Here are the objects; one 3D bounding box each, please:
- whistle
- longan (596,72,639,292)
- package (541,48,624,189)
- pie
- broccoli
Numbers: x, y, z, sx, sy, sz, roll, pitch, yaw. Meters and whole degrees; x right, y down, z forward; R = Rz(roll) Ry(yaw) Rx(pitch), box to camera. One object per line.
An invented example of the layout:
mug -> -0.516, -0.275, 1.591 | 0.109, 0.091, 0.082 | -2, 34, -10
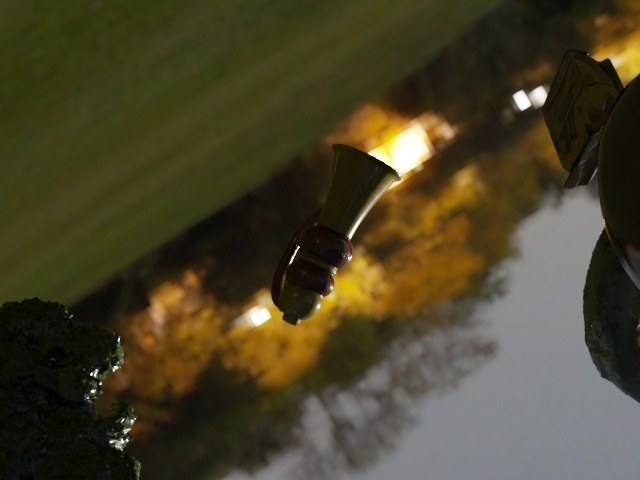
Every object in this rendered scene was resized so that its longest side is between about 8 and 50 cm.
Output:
whistle -> -0.002, -0.004, 1.177 | 0.109, 0.057, 0.046 | -60, 144, -5
longan -> 0.352, -0.032, 1.492 | 0.300, 0.243, 0.300 | 9, 162, 3
package -> 0.225, -0.098, 1.671 | 0.131, 0.047, 0.071 | -99, -153, -56
pie -> 0.350, 0.016, 1.750 | 0.302, 0.303, 0.067 | -31, -144, -19
broccoli -> -0.248, 0.211, 1.525 | 0.321, 0.304, 0.283 | -35, 157, 20
